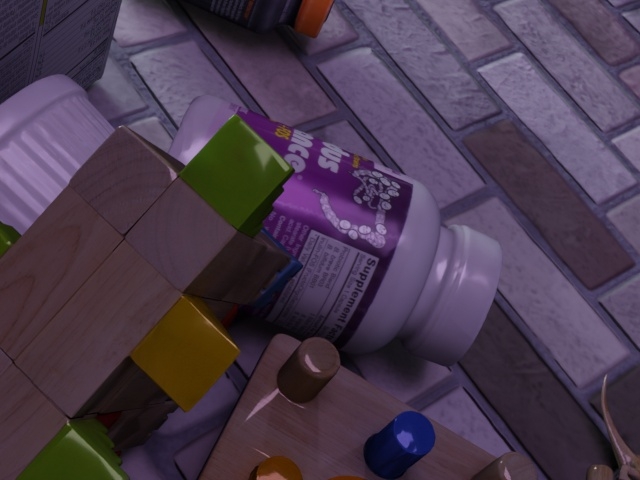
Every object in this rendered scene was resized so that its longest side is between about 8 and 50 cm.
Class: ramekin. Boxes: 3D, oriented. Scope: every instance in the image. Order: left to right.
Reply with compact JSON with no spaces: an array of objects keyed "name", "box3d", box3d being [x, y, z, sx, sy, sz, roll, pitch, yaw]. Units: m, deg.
[{"name":"ramekin","box3d":[-0.230,-0.020,0.834,0.109,0.207,0.207,42,50,-1]}]

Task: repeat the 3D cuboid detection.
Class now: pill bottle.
[{"name":"pill bottle","box3d":[-0.098,-0.308,1.143,0.245,0.130,0.130,24,50,-6]},{"name":"pill bottle","box3d":[0.000,0.000,0.934,0.301,0.169,0.169,22,50,-7]}]

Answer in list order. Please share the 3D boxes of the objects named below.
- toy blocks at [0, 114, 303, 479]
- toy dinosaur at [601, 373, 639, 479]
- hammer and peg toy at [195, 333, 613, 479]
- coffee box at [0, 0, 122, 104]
[{"name":"toy blocks","box3d":[-0.158,0.083,0.730,0.191,0.261,0.381,43,91,10]},{"name":"toy dinosaur","box3d":[0.295,0.224,0.985,0.183,0.053,0.092,53,38,9]},{"name":"hammer and peg toy","box3d":[0.071,0.250,0.811,0.361,0.127,0.266,30,50,-4]},{"name":"coffee box","box3d":[-0.376,-0.245,0.845,0.337,0.334,0.338,32,48,3]}]
